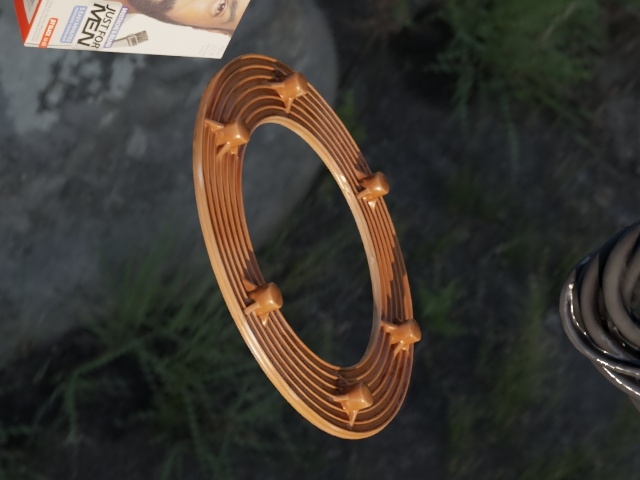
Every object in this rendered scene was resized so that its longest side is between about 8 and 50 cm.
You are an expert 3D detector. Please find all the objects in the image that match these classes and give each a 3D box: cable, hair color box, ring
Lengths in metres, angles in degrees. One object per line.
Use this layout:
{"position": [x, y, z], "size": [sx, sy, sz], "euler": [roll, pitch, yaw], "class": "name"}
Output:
{"position": [0.179, 0.033, 0.720], "size": [0.185, 0.150, 0.047], "euler": [8, 61, 14], "class": "cable"}
{"position": [-0.145, -0.194, 1.520], "size": [0.167, 0.093, 0.053], "euler": [0, 54, -26], "class": "hair color box"}
{"position": [0.000, 0.000, 1.628], "size": [0.336, 0.032, 0.336], "euler": [43, 36, -43], "class": "ring"}
